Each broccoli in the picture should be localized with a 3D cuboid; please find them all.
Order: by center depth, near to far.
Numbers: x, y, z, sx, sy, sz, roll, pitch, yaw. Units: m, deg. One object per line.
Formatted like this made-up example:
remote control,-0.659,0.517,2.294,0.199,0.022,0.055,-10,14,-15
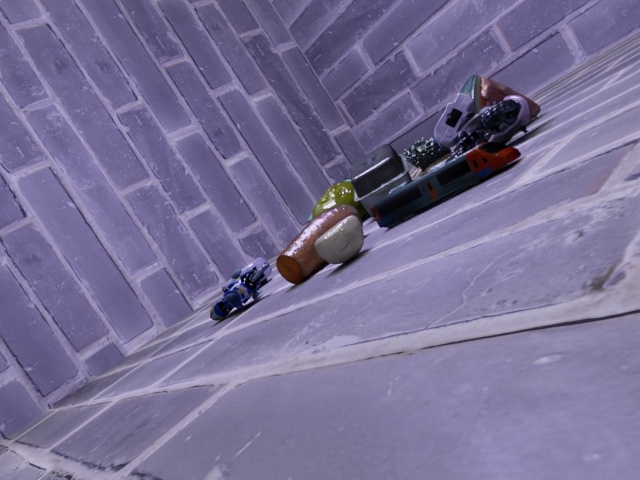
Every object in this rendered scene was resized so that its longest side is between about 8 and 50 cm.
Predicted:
broccoli,0.372,-0.288,1.912,0.167,0.154,0.160,-26,20,-6

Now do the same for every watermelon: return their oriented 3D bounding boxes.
watermelon,0.572,-0.421,1.924,0.293,0.282,0.250,-6,6,-28

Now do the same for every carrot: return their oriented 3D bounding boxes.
carrot,0.000,0.000,1.604,0.302,0.138,0.139,-36,5,-39
carrot,0.346,-0.195,1.756,0.342,0.070,0.070,-37,5,-34

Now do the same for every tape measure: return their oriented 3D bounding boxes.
tape measure,-0.275,0.152,2.185,0.178,0.105,0.196,-39,-2,36

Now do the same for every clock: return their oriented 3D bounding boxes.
clock,0.429,-0.375,1.756,0.176,0.080,0.117,-63,-20,17

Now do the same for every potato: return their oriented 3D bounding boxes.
potato,0.081,-0.127,2.172,0.253,0.186,0.148,-29,-41,-16

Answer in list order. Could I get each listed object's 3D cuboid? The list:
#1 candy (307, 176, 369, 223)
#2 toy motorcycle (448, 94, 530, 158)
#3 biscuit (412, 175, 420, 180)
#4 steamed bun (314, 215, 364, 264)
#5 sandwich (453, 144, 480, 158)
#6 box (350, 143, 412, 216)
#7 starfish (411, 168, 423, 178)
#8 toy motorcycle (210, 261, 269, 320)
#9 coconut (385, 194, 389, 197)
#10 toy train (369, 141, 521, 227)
candy,0.143,-0.147,2.412,0.398,0.172,0.263,3,41,48
toy motorcycle,0.505,-0.323,1.649,0.188,0.143,0.327,-26,-14,-23
biscuit,0.394,-0.238,2.165,0.133,0.032,0.250,-37,6,-35
steamed bun,0.055,0.005,1.346,0.130,0.090,0.112,-39,2,-36
sandwich,0.368,-0.192,1.607,0.162,0.058,0.193,-36,7,-25
box,0.219,-0.221,1.998,0.221,0.166,0.290,-31,17,13
starfish,0.474,-0.312,2.407,0.277,0.062,0.236,-35,-4,41
toy motorcycle,-0.270,0.173,1.787,0.169,0.113,0.315,-48,4,-41
coconut,0.241,-0.126,1.786,0.158,0.055,0.133,-31,2,-5
toy train,0.291,-0.142,1.359,0.086,0.089,0.409,-29,0,-44
